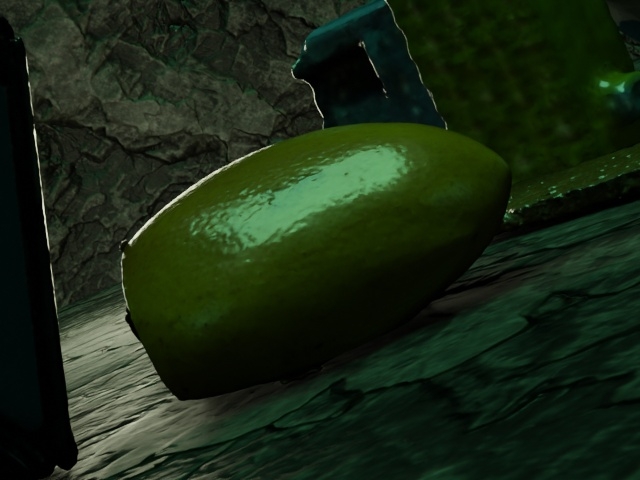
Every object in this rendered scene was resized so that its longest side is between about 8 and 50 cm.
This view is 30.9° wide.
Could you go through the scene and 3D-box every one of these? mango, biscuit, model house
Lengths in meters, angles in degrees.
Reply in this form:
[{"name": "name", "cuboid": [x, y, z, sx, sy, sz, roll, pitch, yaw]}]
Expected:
[{"name": "mango", "cuboid": [0.000, 0.000, 0.766, 0.257, 0.138, 0.187, -29, 17, 1]}, {"name": "biscuit", "cuboid": [0.220, -0.048, 0.893, 0.231, 0.025, 0.131, -18, 8, 41]}, {"name": "model house", "cuboid": [0.165, -0.155, 1.085, 0.216, 0.237, 0.303, -31, 9, -35]}]

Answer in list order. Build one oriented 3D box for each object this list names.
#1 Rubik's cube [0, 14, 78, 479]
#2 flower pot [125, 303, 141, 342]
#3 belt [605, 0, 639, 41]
[{"name": "Rubik's cube", "cuboid": [-0.347, 0.019, 0.778, 0.310, 0.305, 0.307, -5, -1, -21]}, {"name": "flower pot", "cuboid": [-0.117, 0.051, 1.013, 0.111, 0.111, 0.089, -20, 19, 32]}, {"name": "belt", "cuboid": [0.433, -0.319, 1.079, 0.437, 0.300, 0.173, -3, 1, -2]}]
